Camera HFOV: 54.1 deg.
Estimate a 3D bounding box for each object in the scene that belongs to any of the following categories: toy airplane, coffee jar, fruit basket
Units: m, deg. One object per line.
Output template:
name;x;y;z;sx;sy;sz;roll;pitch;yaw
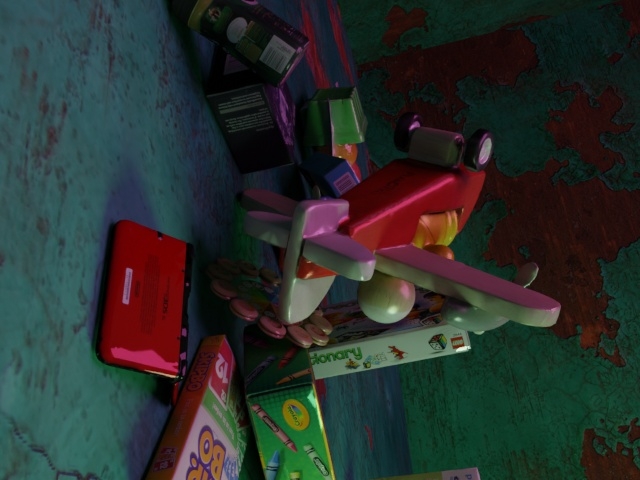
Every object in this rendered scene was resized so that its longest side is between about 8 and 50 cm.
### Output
toy airplane;0.079;0.014;0.856;0.386;0.384;0.272;-99;-175;-57
coffee jar;-0.111;-0.296;0.867;0.184;0.079;0.096;34;25;-8
fruit basket;0.034;-0.217;1.650;0.327;0.165;0.353;-75;167;-65

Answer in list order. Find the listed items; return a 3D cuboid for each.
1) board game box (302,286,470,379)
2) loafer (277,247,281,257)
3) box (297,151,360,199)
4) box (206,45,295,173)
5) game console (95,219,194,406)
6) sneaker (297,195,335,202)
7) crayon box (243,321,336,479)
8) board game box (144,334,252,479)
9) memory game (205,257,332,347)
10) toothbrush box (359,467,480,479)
board game box;0.080;0.145;1.017;0.193;0.305;0.053;-63;139;-73
loafer;-0.035;0.029;1.146;0.223;0.076;0.078;71;6;-52
box;0.024;-0.127;1.345;0.100;0.060;0.244;55;-5;-17
box;-0.104;-0.220;1.003;0.158;0.093;0.156;69;15;-45
game console;-0.168;0.073;0.606;0.124;0.085;0.144;25;48;-38
sneaker;0.000;0.000;1.264;0.296;0.112;0.131;39;42;-72
crayon box;-0.031;0.258;0.802;0.165;0.081;0.278;-110;-171;-69
board game box;-0.121;0.224;0.647;0.259;0.039;0.124;-75;153;-61
memory game;-0.064;0.076;0.805;0.012;0.186;0.186;-58;178;14
toothbrush box;0.131;0.497;0.994;0.206;0.283;0.122;-90;164;-46
